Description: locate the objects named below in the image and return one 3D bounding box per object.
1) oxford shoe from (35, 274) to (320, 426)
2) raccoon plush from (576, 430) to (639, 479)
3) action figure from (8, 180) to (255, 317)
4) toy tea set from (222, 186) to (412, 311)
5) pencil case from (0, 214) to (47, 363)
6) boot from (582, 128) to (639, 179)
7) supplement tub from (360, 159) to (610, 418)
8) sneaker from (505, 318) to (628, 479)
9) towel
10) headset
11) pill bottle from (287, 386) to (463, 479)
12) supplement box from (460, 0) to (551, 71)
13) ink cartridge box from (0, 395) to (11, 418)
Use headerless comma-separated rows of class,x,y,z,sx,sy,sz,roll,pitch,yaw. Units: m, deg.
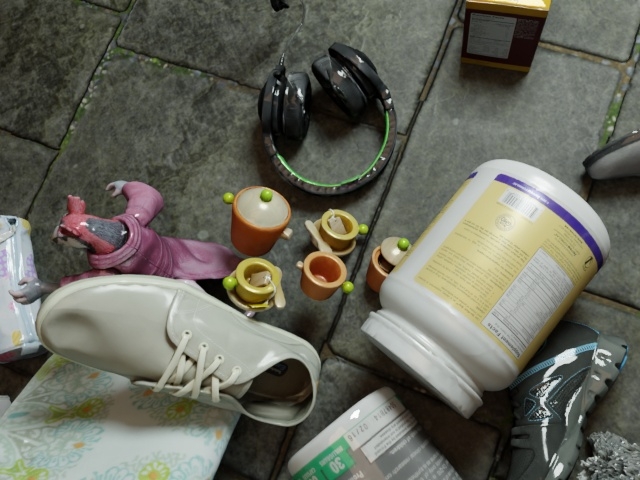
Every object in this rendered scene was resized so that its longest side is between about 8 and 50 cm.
oxford shoe,-0.181,0.170,0.883,0.449,0.130,0.169,23,109,-26
raccoon plush,0.418,0.320,0.723,0.216,0.447,0.299,20,56,19
action figure,-0.281,0.051,0.942,0.275,0.370,0.248,23,77,20
toy tea set,0.000,0.000,0.980,0.335,0.124,0.200,-2,52,-23
pencil case,-0.583,0.091,1.124,0.124,0.113,0.273,-23,74,23
boot,0.614,-0.081,0.950,0.337,0.118,0.223,-11,80,12
supplement tub,0.241,0.071,0.905,0.241,0.241,0.331,38,84,16
sneaker,0.333,0.271,0.907,0.139,0.125,0.341,26,64,26
towel,-0.328,0.301,0.943,0.374,0.321,0.090,4,122,11
headset,-0.012,-0.274,1.069,0.243,0.185,0.395,-21,85,4
pill bottle,0.132,0.414,0.870,0.204,0.204,0.361,-39,73,0
supplement box,0.330,-0.433,1.038,0.129,0.194,0.192,13,80,13
ink cartridge box,-0.698,0.363,1.092,0.219,0.092,0.161,-2,77,10
